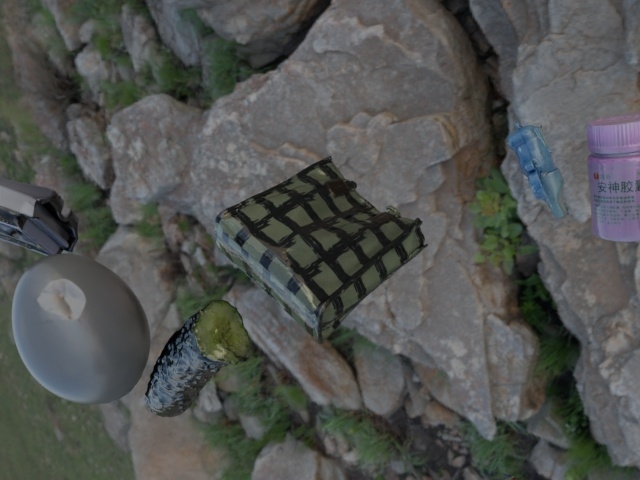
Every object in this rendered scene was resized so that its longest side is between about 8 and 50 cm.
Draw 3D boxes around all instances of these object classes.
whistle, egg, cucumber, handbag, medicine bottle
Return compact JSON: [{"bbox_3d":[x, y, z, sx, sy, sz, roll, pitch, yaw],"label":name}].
[{"bbox_3d":[0.555,-0.179,1.590,0.093,0.180,0.269,-23,89,30],"label":"whistle"},{"bbox_3d":[-0.342,0.124,0.899,0.176,0.176,0.232,18,132,42],"label":"egg"},{"bbox_3d":[-0.163,0.154,0.759,0.303,0.072,0.081,-44,65,53],"label":"cucumber"},{"bbox_3d":[0.000,0.000,1.324,0.325,0.327,0.163,41,153,26],"label":"handbag"},{"bbox_3d":[0.753,-0.157,1.540,0.178,0.178,0.291,6,112,46],"label":"medicine bottle"}]

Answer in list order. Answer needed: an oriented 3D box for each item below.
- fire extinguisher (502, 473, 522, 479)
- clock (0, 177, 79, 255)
[{"bbox_3d":[0.336,0.465,1.111,0.062,0.177,0.050,-3,99,23],"label":"fire extinguisher"},{"bbox_3d":[-0.523,-0.052,1.052,0.186,0.083,0.253,20,164,-3],"label":"clock"}]
